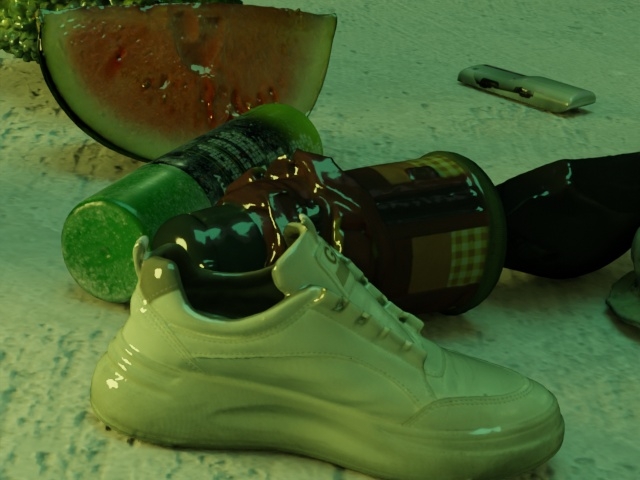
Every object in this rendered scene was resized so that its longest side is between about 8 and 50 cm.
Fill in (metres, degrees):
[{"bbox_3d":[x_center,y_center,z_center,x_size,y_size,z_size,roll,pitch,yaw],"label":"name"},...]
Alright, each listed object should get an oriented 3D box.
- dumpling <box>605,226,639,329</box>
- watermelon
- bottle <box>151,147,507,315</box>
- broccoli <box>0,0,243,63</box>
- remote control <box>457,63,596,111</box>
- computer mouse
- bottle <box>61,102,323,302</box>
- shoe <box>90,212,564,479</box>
[{"bbox_3d":[0.305,0.029,1.369,0.150,0.092,0.176,-14,31,-15],"label":"dumpling"},{"bbox_3d":[-0.134,-0.140,1.622,0.303,0.159,0.128,-3,-7,-20],"label":"watermelon"},{"bbox_3d":[0.000,0.000,1.260,0.271,0.143,0.156,-7,25,-31],"label":"bottle"},{"bbox_3d":[-0.245,-0.305,1.838,0.277,0.318,0.338,2,-22,21],"label":"broccoli"},{"bbox_3d":[0.249,-0.187,1.995,0.166,0.029,0.065,23,26,36],"label":"remote control"},{"bbox_3d":[0.217,-0.017,1.411,0.264,0.088,0.147,-4,-19,-44],"label":"computer mouse"},{"bbox_3d":[-0.100,-0.038,1.396,0.093,0.093,0.330,14,21,19],"label":"bottle"},{"bbox_3d":[0.007,0.059,1.085,0.316,0.159,0.124,4,19,-1],"label":"shoe"}]
